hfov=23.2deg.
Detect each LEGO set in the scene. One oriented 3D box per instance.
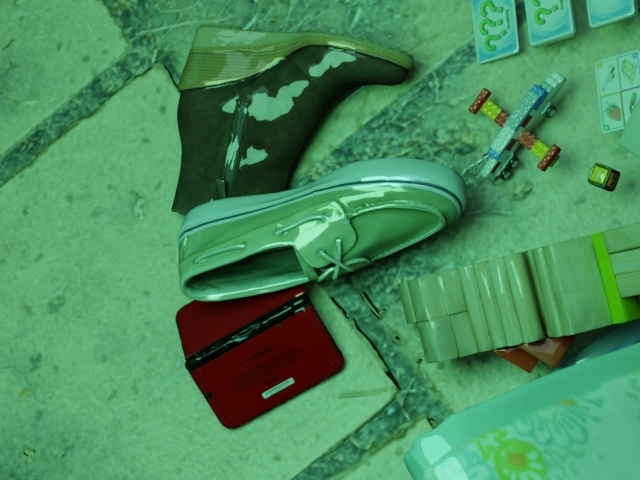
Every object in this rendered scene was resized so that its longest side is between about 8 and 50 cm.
[{"bbox_3d":[0.224,-0.158,1.525,0.182,0.060,0.244,-14,72,34],"label":"LEGO set"}]

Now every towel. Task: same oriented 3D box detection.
[{"bbox_3d":[0.297,0.230,1.235,0.374,0.090,0.320,-18,55,-25],"label":"towel"}]

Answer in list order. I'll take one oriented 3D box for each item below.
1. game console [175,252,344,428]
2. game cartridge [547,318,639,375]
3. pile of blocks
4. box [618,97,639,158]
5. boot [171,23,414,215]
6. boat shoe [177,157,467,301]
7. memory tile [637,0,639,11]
[{"bbox_3d":[-0.063,0.101,1.591,0.144,0.085,0.124,-30,100,9],"label":"game console"},{"bbox_3d":[0.299,0.181,1.436,0.297,0.062,0.198,-37,72,5],"label":"game cartridge"},{"bbox_3d":[0.235,0.055,1.438,0.362,0.149,0.113,-15,87,41],"label":"pile of blocks"},{"bbox_3d":[0.415,-0.095,1.400,0.232,0.148,0.127,38,132,22],"label":"box"},{"bbox_3d":[-0.031,-0.113,1.618,0.248,0.090,0.207,6,91,15],"label":"boot"},{"bbox_3d":[0.000,0.000,1.538,0.302,0.109,0.094,-13,49,19],"label":"boat shoe"},{"bbox_3d":[0.371,-0.294,1.560,0.148,0.012,0.113,-13,72,13],"label":"memory tile"}]
